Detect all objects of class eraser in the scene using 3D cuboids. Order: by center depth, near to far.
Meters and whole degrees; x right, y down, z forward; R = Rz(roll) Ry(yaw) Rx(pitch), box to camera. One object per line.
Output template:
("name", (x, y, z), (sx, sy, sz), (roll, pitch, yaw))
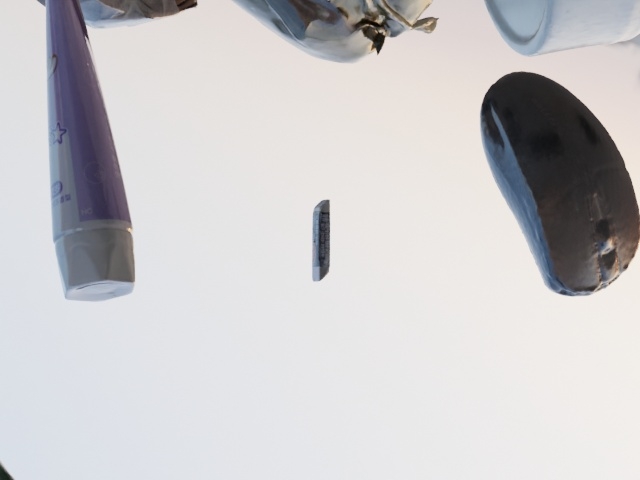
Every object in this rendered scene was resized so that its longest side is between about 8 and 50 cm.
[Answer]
("eraser", (0.000, 0.000, 1.819), (0.019, 0.099, 0.027), (1, 178, -21))

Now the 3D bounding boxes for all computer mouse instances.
("computer mouse", (0.275, -0.066, 1.688), (0.137, 0.270, 0.086), (-29, -173, -20))

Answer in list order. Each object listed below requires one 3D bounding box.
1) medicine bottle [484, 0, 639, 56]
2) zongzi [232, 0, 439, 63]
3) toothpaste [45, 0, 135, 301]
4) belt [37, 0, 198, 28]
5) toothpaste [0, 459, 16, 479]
("medicine bottle", (0.317, -0.273, 1.197), (0.371, 0.211, 0.211), (-12, -159, -11))
("zongzi", (0.041, -0.385, 1.165), (0.500, 0.467, 0.218), (35, -160, -30))
("toothpaste", (-0.240, -0.125, 1.527), (0.080, 0.371, 0.125), (-8, 164, 2))
("belt", (-0.244, -0.341, 1.782), (0.105, 0.184, 0.261), (-5, 177, 33))
("toothpaste", (-0.266, 0.183, 1.167), (0.064, 0.041, 0.218), (-13, -164, -20))
